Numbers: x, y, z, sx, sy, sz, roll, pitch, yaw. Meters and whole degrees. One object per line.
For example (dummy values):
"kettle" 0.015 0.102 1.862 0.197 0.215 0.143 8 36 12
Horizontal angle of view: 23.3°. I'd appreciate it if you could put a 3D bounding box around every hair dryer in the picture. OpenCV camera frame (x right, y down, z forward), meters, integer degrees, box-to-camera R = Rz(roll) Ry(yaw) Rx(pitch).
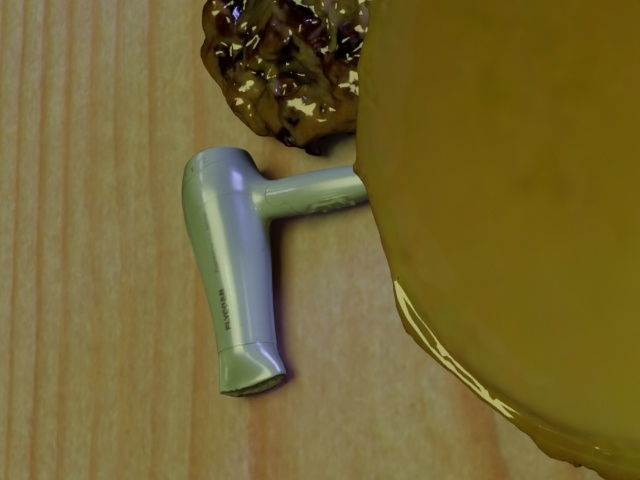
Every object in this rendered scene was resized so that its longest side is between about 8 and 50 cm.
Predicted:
"hair dryer" 0.000 0.000 1.266 0.237 0.075 0.206 -21 69 24

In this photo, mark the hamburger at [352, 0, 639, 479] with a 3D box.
"hamburger" 0.233 -0.077 0.913 0.395 0.277 0.396 7 101 36

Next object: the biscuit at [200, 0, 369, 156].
"biscuit" 0.021 -0.239 1.310 0.334 0.081 0.289 -54 50 9
